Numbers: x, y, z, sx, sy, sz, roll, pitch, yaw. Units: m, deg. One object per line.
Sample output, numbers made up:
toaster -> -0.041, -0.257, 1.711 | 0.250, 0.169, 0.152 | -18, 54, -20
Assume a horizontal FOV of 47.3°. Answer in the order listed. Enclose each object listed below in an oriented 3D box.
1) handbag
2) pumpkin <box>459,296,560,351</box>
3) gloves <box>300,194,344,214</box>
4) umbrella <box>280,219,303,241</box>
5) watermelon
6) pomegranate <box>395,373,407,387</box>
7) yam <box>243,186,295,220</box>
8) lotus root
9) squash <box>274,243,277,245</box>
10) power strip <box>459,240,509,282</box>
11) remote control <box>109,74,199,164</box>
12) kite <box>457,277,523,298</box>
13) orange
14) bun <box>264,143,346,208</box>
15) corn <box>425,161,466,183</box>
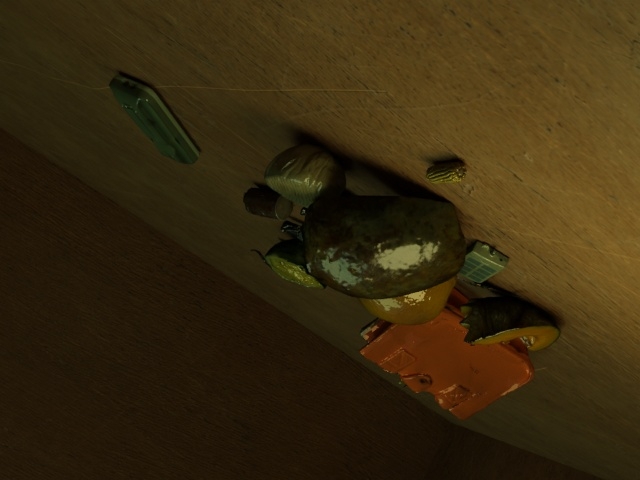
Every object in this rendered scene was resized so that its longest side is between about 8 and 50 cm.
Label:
handbag -> 0.339, 0.299, 1.947 | 0.410, 0.116, 0.303 | 35, 121, -21
pumpkin -> 0.445, 0.170, 1.677 | 0.254, 0.130, 0.149 | 12, 143, -34
gloves -> 0.027, -0.066, 1.724 | 0.129, 0.106, 0.180 | 37, -167, -21
umbrella -> 0.001, -0.001, 2.060 | 0.251, 0.052, 0.053 | 24, -161, 24
watermelon -> -0.064, 0.062, 2.247 | 0.232, 0.127, 0.204 | 14, 159, 44
pomegranate -> 0.332, 0.345, 2.178 | 0.220, 0.257, 0.221 | 56, -178, -3
yam -> -0.139, -0.098, 1.952 | 0.141, 0.079, 0.079 | 12, 158, 45
lotus root -> 0.124, 0.009, 1.425 | 0.314, 0.209, 0.142 | -7, 175, -4
squash -> -0.062, 0.070, 2.398 | 0.219, 0.068, 0.077 | 26, 174, 17
power strip -> 0.341, 0.049, 1.568 | 0.080, 0.029, 0.227 | 30, 166, 3
remote control -> -0.419, -0.295, 1.857 | 0.128, 0.065, 0.335 | 22, 165, 20
kite -> 0.373, 0.109, 1.683 | 0.183, 0.010, 0.160 | 17, 178, 1
orange -> 0.178, 0.073, 1.598 | 0.236, 0.236, 0.236 | 29, 166, 8
bun -> -0.025, -0.139, 1.495 | 0.167, 0.113, 0.173 | 27, 166, -17
corn -> 0.214, -0.114, 1.243 | 0.037, 0.037, 0.092 | 37, 164, -25
